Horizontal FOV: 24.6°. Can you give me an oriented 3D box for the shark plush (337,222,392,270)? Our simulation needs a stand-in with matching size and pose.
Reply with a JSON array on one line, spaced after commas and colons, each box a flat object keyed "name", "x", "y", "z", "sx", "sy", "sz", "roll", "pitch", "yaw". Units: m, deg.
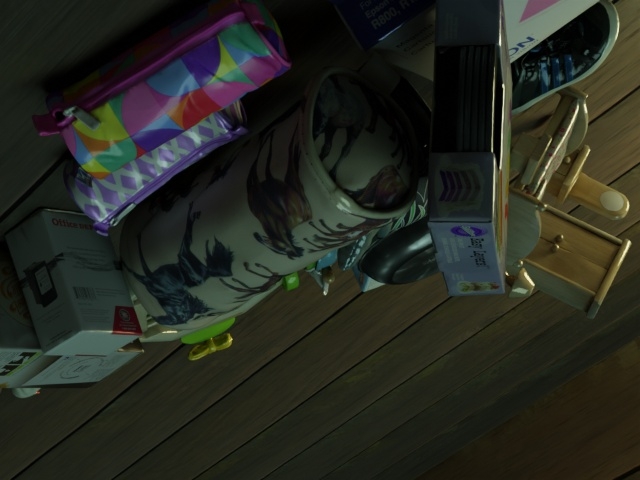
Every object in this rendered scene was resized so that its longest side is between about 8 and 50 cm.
[{"name": "shark plush", "x": 0.067, "y": -0.038, "z": 1.558, "sx": 0.161, "sy": 0.073, "sz": 0.067, "roll": -45, "pitch": -165, "yaw": 32}]

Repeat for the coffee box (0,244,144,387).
[{"name": "coffee box", "x": -0.333, "y": 0.089, "z": 1.670, "sx": 0.098, "sy": 0.141, "sz": 0.246, "roll": -34, "pitch": 158, "yaw": 24}]

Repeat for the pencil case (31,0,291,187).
[{"name": "pencil case", "x": -0.145, "y": -0.146, "z": 1.369, "sx": 0.236, "sy": 0.104, "sz": 0.104, "roll": -30, "pitch": 160, "yaw": 9}]

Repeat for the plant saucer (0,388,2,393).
[{"name": "plant saucer", "x": -0.508, "y": 0.221, "z": 1.953, "sx": 0.198, "sy": 0.036, "sz": 0.198, "roll": -22, "pitch": 160, "yaw": -8}]

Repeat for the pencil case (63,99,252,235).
[{"name": "pencil case", "x": -0.169, "y": -0.091, "z": 1.489, "sx": 0.206, "sy": 0.088, "sz": 0.086, "roll": -35, "pitch": 148, "yaw": 23}]

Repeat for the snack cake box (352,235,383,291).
[{"name": "snack cake box", "x": 0.124, "y": -0.039, "z": 1.974, "sx": 0.152, "sy": 0.089, "sz": 0.264, "roll": -18, "pitch": 159, "yaw": -14}]

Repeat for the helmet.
[{"name": "helmet", "x": 0.069, "y": -0.089, "z": 1.669, "sx": 0.169, "sy": 0.161, "sz": 0.169, "roll": -22, "pitch": 160, "yaw": -9}]

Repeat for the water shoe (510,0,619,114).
[{"name": "water shoe", "x": 0.262, "y": -0.211, "z": 1.727, "sx": 0.080, "sy": 0.073, "sz": 0.203, "roll": 2, "pitch": 146, "yaw": -48}]

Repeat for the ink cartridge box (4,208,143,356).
[{"name": "ink cartridge box", "x": -0.273, "y": 0.048, "z": 1.626, "sx": 0.063, "sy": 0.150, "sz": 0.109, "roll": -31, "pitch": 160, "yaw": 26}]

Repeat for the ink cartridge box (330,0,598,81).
[{"name": "ink cartridge box", "x": 0.192, "y": -0.284, "z": 1.468, "sx": 0.324, "sy": 0.071, "sz": 0.330, "roll": -34, "pitch": 160, "yaw": 24}]

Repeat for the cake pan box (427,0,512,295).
[{"name": "cake pan box", "x": 0.149, "y": -0.096, "z": 1.440, "sx": 0.070, "sy": 0.246, "sz": 0.267, "roll": -1, "pitch": 162, "yaw": 10}]

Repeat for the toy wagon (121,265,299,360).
[{"name": "toy wagon", "x": -0.160, "y": 0.070, "z": 1.943, "sx": 0.267, "sy": 0.068, "sz": 0.344, "roll": -21, "pitch": 161, "yaw": -12}]

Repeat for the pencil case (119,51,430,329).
[{"name": "pencil case", "x": -0.061, "y": -0.037, "z": 1.556, "sx": 0.410, "sy": 0.160, "sz": 0.183, "roll": -30, "pitch": -160, "yaw": 48}]

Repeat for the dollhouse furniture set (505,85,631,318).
[{"name": "dollhouse furniture set", "x": 0.341, "y": -0.077, "z": 1.868, "sx": 0.303, "sy": 0.174, "sz": 0.355, "roll": -58, "pitch": 169, "yaw": -31}]

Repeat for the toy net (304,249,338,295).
[{"name": "toy net", "x": 0.000, "y": 0.000, "z": 1.927, "sx": 0.045, "sy": 0.122, "sz": 0.232, "roll": 4, "pitch": 165, "yaw": -4}]

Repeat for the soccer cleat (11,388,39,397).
[{"name": "soccer cleat", "x": -0.375, "y": 0.142, "z": 1.880, "sx": 0.076, "sy": 0.068, "sz": 0.196, "roll": 4, "pitch": 147, "yaw": -28}]

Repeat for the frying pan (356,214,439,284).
[{"name": "frying pan", "x": 0.169, "y": -0.026, "z": 1.869, "sx": 0.197, "sy": 0.053, "sz": 0.326, "roll": -13, "pitch": 159, "yaw": -34}]
